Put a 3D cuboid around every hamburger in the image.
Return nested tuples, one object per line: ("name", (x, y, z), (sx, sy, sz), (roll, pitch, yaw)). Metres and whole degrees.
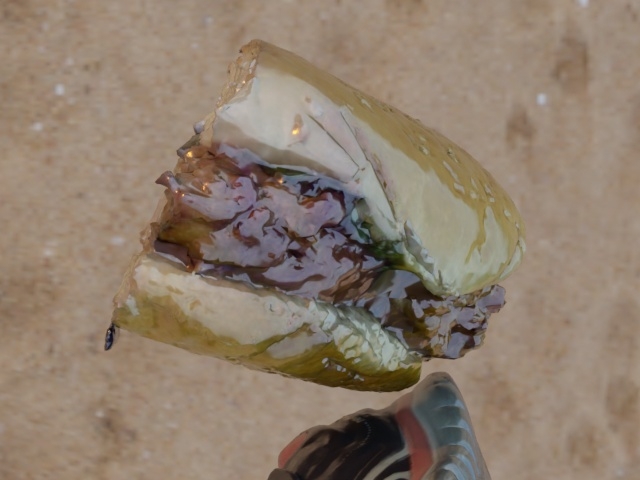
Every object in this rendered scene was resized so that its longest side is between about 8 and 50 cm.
("hamburger", (0.000, 0.000, 0.862), (0.245, 0.282, 0.155), (22, 91, -20))

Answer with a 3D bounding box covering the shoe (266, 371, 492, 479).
("shoe", (0.021, 0.158, 0.858), (0.291, 0.137, 0.114), (-84, 157, -71))
